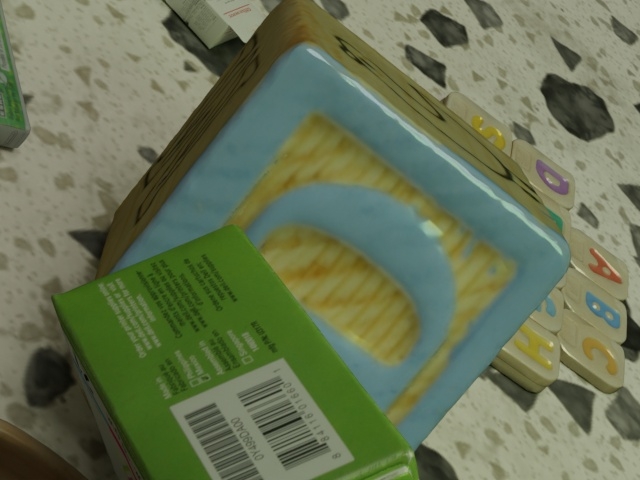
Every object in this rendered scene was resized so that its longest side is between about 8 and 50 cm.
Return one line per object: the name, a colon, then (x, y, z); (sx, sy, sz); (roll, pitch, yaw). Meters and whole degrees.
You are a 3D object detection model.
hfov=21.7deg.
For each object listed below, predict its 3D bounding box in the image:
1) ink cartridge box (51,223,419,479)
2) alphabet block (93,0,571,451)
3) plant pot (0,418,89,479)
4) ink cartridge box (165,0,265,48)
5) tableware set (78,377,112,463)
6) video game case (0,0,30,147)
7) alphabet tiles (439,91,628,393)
ink cartridge box: (-0.020, 0.151, 0.762); (0.097, 0.255, 0.189); (-22, 37, -14)
alphabet block: (0.000, 0.000, 0.939); (0.192, 0.193, 0.197); (38, 11, -12)
plant pot: (-0.176, 0.185, 0.672); (0.237, 0.110, 0.237); (29, 36, -24)
ink cartridge box: (-0.080, -0.173, 1.239); (0.083, 0.028, 0.048); (48, 33, 5)
tableware set: (-0.065, 0.159, 0.886); (0.128, 0.039, 0.194); (4, 55, -60)
video game case: (-0.280, -0.160, 1.014); (0.193, 0.023, 0.212); (14, 44, -38)
alphabet tiles: (0.135, -0.008, 1.298); (0.278, 0.021, 0.284); (36, 34, -13)
